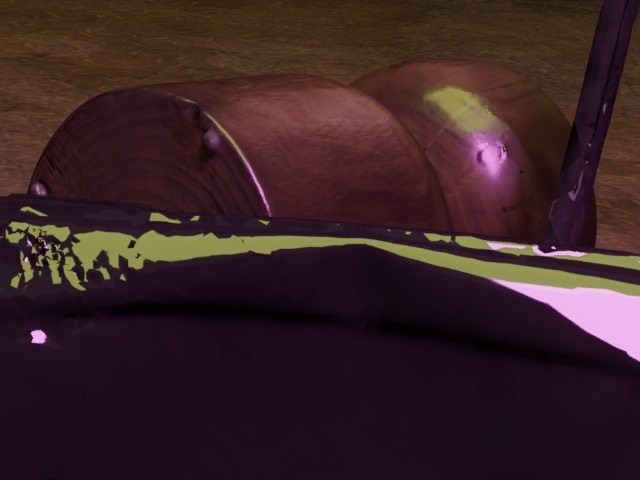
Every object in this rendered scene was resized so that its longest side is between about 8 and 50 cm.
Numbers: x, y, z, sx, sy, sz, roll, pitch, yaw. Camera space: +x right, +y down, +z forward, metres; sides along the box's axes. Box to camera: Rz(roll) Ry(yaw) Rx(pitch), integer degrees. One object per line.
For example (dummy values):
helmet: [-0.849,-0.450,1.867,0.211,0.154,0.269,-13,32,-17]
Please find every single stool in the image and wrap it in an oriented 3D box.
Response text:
stool: [0.000,0.000,0.948,0.179,0.179,0.264,16,18,37]

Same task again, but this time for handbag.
handbag: [-0.012,0.103,0.461,0.275,0.244,0.088,7,-23,0]

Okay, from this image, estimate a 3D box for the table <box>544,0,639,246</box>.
table: [0.310,-0.022,0.863,0.335,0.272,0.222,15,1,34]
